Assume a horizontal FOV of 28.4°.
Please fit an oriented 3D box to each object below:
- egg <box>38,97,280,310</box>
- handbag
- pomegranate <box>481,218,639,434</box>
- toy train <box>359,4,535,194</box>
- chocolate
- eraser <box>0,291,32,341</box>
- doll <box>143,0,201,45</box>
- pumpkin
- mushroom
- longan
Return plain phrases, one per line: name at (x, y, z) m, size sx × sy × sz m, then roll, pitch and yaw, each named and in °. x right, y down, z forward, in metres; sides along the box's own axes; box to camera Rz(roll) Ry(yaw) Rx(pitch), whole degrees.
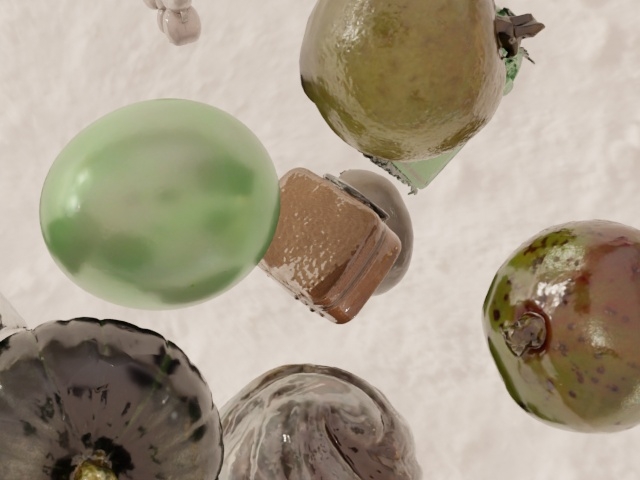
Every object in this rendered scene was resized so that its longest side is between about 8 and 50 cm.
egg at (-0.164, -0.037, 1.317) m, size 0.270 × 0.220 × 0.220 m, roll -19°, pitch 95°, yaw -54°
handbag at (0.000, 0.000, 1.521) m, size 0.151 × 0.193 × 0.072 m, roll -50°, pitch 135°, yaw -2°
pomegranate at (0.268, 0.087, 1.144) m, size 0.246 × 0.198 × 0.198 m, roll 26°, pitch 86°, yaw -15°
toy train at (0.093, -0.161, 1.218) m, size 0.132 × 0.243 × 0.188 m, roll 43°, pitch 92°, yaw 22°
chocolate at (0.002, 0.259, 1.461) m, size 0.303 × 0.303 × 0.213 m, roll 14°, pitch 126°, yaw -10°
eraser at (-0.396, 0.088, 1.143) m, size 0.331 × 0.331 × 0.150 m, roll -39°, pitch 91°, yaw -7°
doll at (-0.231, -0.369, 1.947) m, size 0.059 × 0.161 × 0.160 m, roll -17°, pitch 74°, yaw -18°
pumpkin at (-0.200, 0.185, 1.056) m, size 0.250 × 0.216 × 0.249 m, roll -1°, pitch 93°, yaw -23°
mushroom at (0.078, -0.004, 1.811) m, size 0.141 × 0.117 × 0.188 m, roll -24°, pitch 117°, yaw -35°
longan at (0.071, -0.133, 0.889) m, size 0.176 × 0.155 × 0.145 m, roll -20°, pitch 86°, yaw 2°
